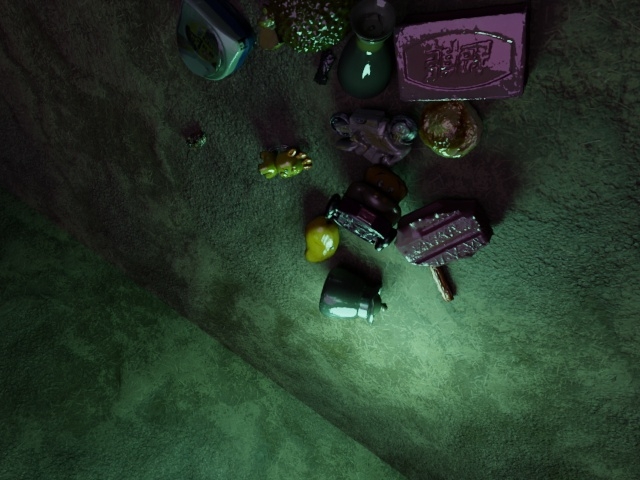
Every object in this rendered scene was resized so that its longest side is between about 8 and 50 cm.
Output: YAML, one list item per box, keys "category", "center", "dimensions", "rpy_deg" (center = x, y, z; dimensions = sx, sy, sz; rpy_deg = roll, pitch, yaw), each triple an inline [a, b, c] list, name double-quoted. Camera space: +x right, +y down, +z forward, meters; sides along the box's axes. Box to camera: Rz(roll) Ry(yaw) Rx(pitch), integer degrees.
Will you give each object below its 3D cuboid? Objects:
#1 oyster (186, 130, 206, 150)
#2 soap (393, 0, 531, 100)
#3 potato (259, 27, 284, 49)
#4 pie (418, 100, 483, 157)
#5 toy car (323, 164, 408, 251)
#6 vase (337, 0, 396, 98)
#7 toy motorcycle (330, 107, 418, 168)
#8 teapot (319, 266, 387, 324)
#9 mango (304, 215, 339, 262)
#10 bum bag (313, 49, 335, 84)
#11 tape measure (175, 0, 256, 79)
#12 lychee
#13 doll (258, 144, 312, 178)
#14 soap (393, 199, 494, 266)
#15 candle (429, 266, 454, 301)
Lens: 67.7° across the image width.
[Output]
- category: "oyster"
  center: [-0.552, -0.448, 2.115]
  dimensions: [0.086, 0.029, 0.132]
  rpy_deg: [39, 138, 1]
- category: "soap"
  center: [0.397, -0.529, 1.354]
  dimensions: [0.359, 0.128, 0.233]
  rpy_deg: [7, 127, 28]
- category: "potato"
  center: [-0.159, -0.700, 1.630]
  dimensions: [0.103, 0.066, 0.096]
  rpy_deg: [-6, 97, 47]
- category: "pie"
  center: [0.409, -0.358, 1.511]
  dimensions: [0.178, 0.084, 0.205]
  rpy_deg: [-30, 100, 45]
- category: "toy car"
  center: [0.180, -0.128, 1.748]
  dimensions: [0.271, 0.241, 0.341]
  rpy_deg: [32, 173, -2]
- category: "vase"
  center: [0.136, -0.545, 1.367]
  dimensions: [0.173, 0.173, 0.321]
  rpy_deg: [36, 176, 4]
- category: "toy motorcycle"
  center: [0.189, -0.348, 1.649]
  dimensions: [0.340, 0.108, 0.223]
  rpy_deg: [15, 144, 33]
- category: "teapot"
  center: [0.154, 0.286, 2.112]
  dimensions: [0.284, 0.223, 0.306]
  rpy_deg: [15, 129, 14]
- category: "mango"
  center: [0.002, -0.004, 2.052]
  dimensions: [0.157, 0.109, 0.262]
  rpy_deg: [24, 140, 3]
- category: "bum bag"
  center: [0.013, -0.587, 1.625]
  dimensions: [0.057, 0.034, 0.125]
  rpy_deg: [39, 136, 14]
- category: "tape measure"
  center: [-0.396, -0.722, 1.717]
  dimensions: [0.259, 0.138, 0.262]
  rpy_deg: [45, 136, -4]
- category: "lychee"
  center: [-0.032, -0.696, 1.408]
  dimensions: [0.319, 0.270, 0.270]
  rpy_deg: [21, 134, 5]
- category: "doll"
  center: [-0.137, -0.312, 1.899]
  dimensions: [0.220, 0.136, 0.143]
  rpy_deg: [-8, 152, 31]
- category: "soap"
  center: [0.427, -0.024, 1.707]
  dimensions: [0.324, 0.127, 0.220]
  rpy_deg: [-27, 105, 32]
- category: "candle"
  center: [0.460, 0.115, 1.887]
  dimensions: [0.051, 0.048, 0.330]
  rpy_deg: [0, 126, 50]
